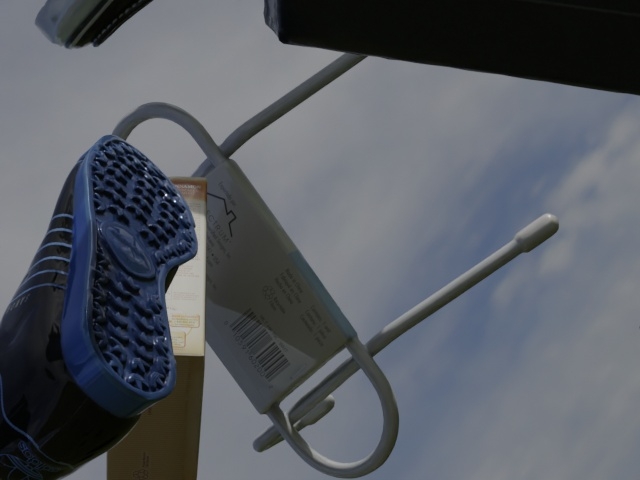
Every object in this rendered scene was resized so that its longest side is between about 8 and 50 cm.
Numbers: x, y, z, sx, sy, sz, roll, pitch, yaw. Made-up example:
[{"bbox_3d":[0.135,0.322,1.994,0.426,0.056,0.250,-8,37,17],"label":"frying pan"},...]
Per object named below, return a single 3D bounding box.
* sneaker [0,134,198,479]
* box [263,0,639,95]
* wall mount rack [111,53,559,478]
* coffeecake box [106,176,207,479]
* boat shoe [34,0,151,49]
[{"bbox_3d":[-0.119,0.030,0.917,0.090,0.081,0.232,-40,21,19],"label":"sneaker"},{"bbox_3d":[0.229,-0.295,0.673,0.471,0.480,0.297,89,-166,-50],"label":"box"},{"bbox_3d":[0.000,0.000,1.494,0.304,0.350,0.130,-42,-11,31],"label":"wall mount rack"},{"bbox_3d":[-0.119,0.065,1.362,0.185,0.068,0.142,-93,7,-47],"label":"coffeecake box"},{"bbox_3d":[-0.072,-0.246,1.466,0.335,0.119,0.121,-40,10,3],"label":"boat shoe"}]
